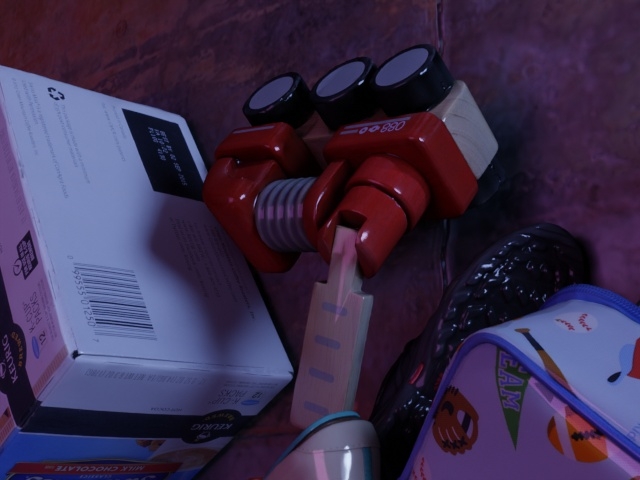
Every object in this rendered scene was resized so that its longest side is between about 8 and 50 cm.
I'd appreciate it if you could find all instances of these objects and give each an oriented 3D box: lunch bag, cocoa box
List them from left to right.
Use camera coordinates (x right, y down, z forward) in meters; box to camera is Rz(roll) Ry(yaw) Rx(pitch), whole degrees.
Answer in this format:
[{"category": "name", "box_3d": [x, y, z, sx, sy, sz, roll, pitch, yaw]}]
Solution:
[{"category": "cocoa box", "box_3d": [-0.226, 0.049, 0.926, 0.228, 0.231, 0.347, -48, 51, 29]}, {"category": "lunch bag", "box_3d": [0.153, 0.197, 0.532, 0.243, 0.115, 0.303, 37, 132, 34]}]

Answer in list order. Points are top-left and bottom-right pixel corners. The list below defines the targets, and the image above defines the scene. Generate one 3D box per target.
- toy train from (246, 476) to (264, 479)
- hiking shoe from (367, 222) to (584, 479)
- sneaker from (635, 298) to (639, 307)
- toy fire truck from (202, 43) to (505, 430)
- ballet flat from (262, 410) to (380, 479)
[{"category": "toy train", "box_3d": [-0.048, 0.281, 0.791, 0.125, 0.046, 0.166, 99, 155, -48]}, {"category": "hiking shoe", "box_3d": [0.095, 0.078, 0.692, 0.227, 0.086, 0.114, -52, 9, -3]}, {"category": "sneaker", "box_3d": [0.265, 0.012, 0.537, 0.122, 0.110, 0.283, 30, 112, 39]}, {"category": "toy fire truck", "box_3d": [0.000, 0.000, 0.723, 0.217, 0.158, 0.246, -1, 43, 45]}, {"category": "ballet flat", "box_3d": [-0.028, 0.202, 0.656, 0.248, 0.086, 0.086, -53, 46, 47]}]
